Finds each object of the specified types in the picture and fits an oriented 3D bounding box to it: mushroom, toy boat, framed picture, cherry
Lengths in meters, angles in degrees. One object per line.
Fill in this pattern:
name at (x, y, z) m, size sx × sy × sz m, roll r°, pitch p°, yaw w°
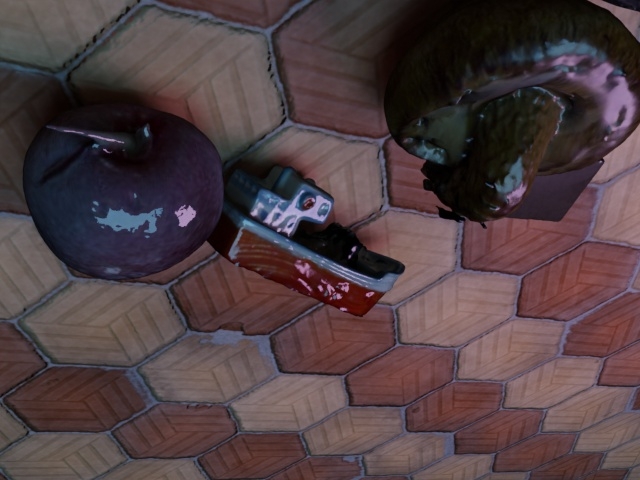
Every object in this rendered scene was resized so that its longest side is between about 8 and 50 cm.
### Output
mushroom at (0.204, -0.152, 0.795) m, size 0.263 × 0.195 × 0.283 m, roll 15°, pitch 124°, yaw -21°
toy boat at (0.000, 0.000, 0.960) m, size 0.331 × 0.145 × 0.133 m, roll 27°, pitch 96°, yaw -40°
framed picture at (0.313, -0.084, 1.042) m, size 0.168 × 0.023 × 0.128 m, roll 4°, pitch 136°, yaw -22°
cherry at (-0.216, -0.052, 0.786) m, size 0.213 × 0.184 × 0.266 m, roll 10°, pitch 150°, yaw -16°

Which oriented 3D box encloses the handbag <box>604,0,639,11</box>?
handbag at (0.362, -0.346, 0.679) m, size 0.244 × 0.088 × 0.275 m, roll -1°, pitch 142°, yaw -38°
